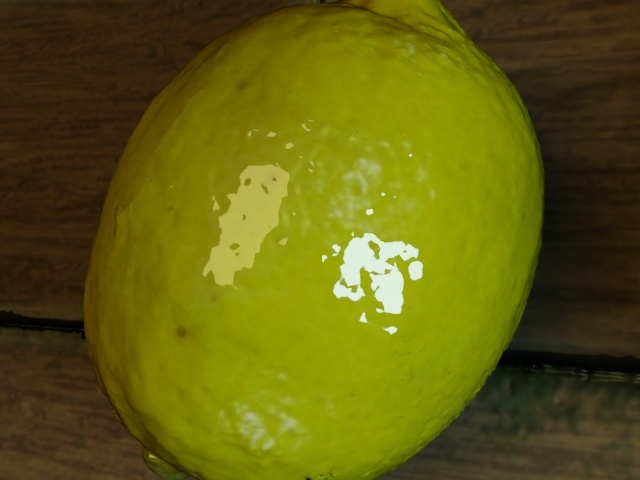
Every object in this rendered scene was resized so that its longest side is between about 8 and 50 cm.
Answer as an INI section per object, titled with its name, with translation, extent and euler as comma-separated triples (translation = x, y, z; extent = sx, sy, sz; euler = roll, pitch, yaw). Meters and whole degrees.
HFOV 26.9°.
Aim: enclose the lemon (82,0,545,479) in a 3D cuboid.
[lemon]
translation = -0.002, 0.004, 0.703
extent = 0.263, 0.236, 0.236
euler = -42, 57, 16
